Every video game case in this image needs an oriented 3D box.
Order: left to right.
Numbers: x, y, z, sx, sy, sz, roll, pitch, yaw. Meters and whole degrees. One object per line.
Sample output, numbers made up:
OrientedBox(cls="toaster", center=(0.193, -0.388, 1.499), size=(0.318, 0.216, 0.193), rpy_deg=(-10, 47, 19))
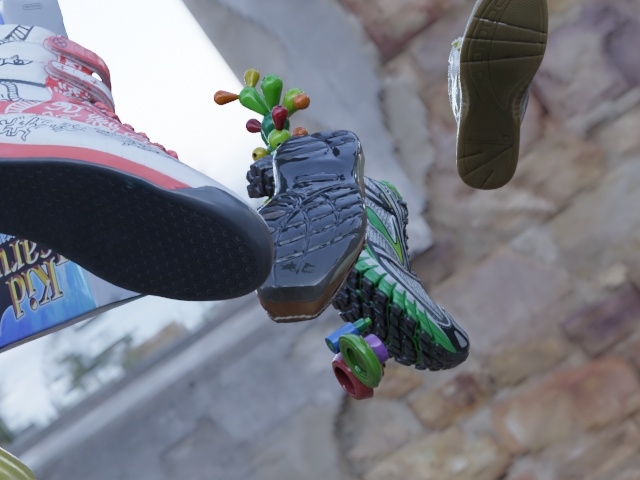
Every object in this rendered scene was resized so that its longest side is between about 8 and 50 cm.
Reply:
OrientedBox(cls="video game case", center=(-0.267, -0.037, 1.436), size=(0.061, 0.244, 0.269), rpy_deg=(-18, -3, -43))

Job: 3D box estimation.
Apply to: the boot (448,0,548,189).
OrientedBox(cls="boot", center=(0.163, -0.176, 1.701), size=(0.077, 0.213, 0.165), rpy_deg=(6, 27, -1))

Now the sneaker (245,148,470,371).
OrientedBox(cls="sneaker", center=(0.068, 0.007, 2.141), size=(0.146, 0.343, 0.134), rpy_deg=(-33, -12, -22))

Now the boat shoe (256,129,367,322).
OrientedBox(cls="boat shoe", center=(0.000, 0.000, 1.884), size=(0.122, 0.120, 0.324), rpy_deg=(-2, 29, 11))

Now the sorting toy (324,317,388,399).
OrientedBox(cls="sorting toy", center=(0.038, 0.095, 1.507), size=(0.042, 0.061, 0.102), rpy_deg=(-33, -11, -19))

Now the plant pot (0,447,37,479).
OrientedBox(cls="plant pot", center=(-0.335, 0.223, 1.606), size=(0.134, 0.095, 0.134), rpy_deg=(-27, 31, 18))

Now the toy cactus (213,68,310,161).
OrientedBox(cls="toy cactus", center=(-0.063, -0.122, 2.310), size=(0.112, 0.181, 0.219), rpy_deg=(-12, 18, -14))

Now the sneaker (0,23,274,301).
OrientedBox(cls="sneaker", center=(-0.132, -0.056, 1.038), size=(0.270, 0.090, 0.145), rpy_deg=(11, 41, 18))
